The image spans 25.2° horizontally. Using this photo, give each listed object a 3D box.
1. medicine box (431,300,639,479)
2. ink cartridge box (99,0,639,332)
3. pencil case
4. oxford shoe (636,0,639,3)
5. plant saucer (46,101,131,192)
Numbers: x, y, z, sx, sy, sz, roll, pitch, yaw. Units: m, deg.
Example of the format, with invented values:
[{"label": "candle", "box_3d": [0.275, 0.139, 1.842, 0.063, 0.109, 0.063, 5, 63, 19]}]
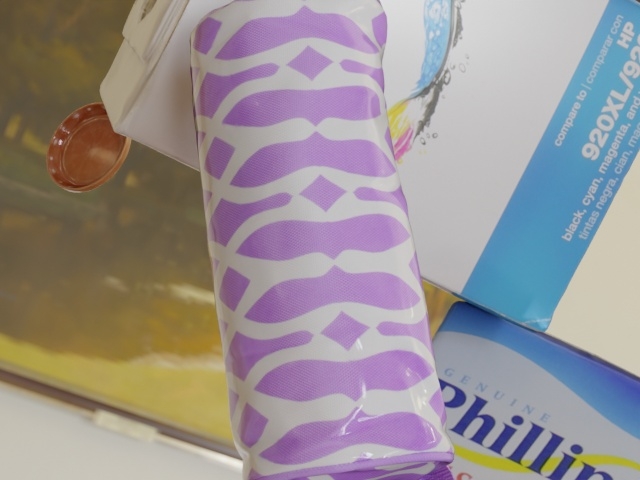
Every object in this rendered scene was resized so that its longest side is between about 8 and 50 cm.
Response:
[{"label": "medicine box", "box_3d": [0.070, 0.226, 0.784, 0.149, 0.289, 0.263, 25, -24, 14]}, {"label": "ink cartridge box", "box_3d": [0.027, -0.089, 0.732, 0.233, 0.168, 0.171, 25, 6, -16]}, {"label": "pencil case", "box_3d": [0.000, 0.000, 0.559, 0.086, 0.206, 0.088, -19, -20, 41]}, {"label": "oxford shoe", "box_3d": [0.296, -0.196, 1.035, 0.271, 0.098, 0.097, -14, -13, 11]}, {"label": "plant saucer", "box_3d": [-0.197, -0.079, 1.222, 0.083, 0.083, 0.013, 12, -16, 33]}]
